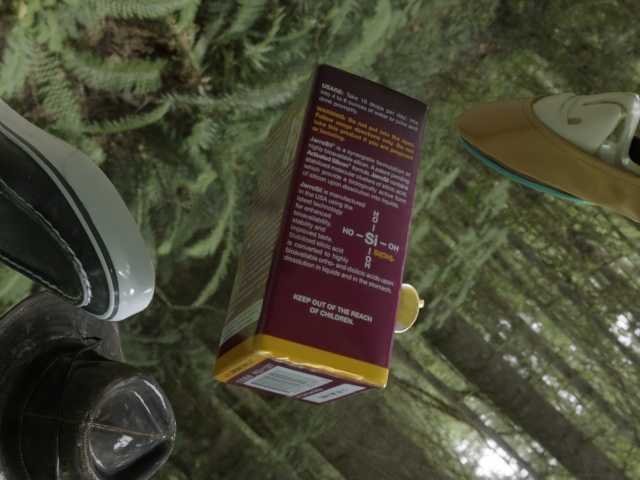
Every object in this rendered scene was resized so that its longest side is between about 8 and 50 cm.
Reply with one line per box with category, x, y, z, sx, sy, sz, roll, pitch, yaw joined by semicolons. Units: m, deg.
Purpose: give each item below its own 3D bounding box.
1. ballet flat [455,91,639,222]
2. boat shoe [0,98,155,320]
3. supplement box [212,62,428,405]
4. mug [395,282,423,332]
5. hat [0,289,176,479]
ballet flat;0.189;-0.046;0.433;0.080;0.232;0.073;-34;147;-45
boat shoe;-0.242;-0.042;0.501;0.102;0.301;0.108;-35;162;-45
supplement box;0.000;0.000;0.475;0.104;0.081;0.188;141;-36;-62
mug;0.087;0.084;0.955;0.064;0.078;0.062;11;-111;51
hat;-0.246;0.208;0.844;0.134;0.331;0.331;1;-164;15
